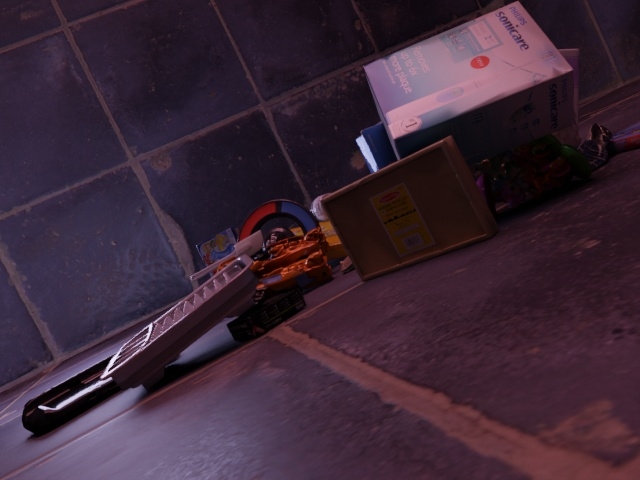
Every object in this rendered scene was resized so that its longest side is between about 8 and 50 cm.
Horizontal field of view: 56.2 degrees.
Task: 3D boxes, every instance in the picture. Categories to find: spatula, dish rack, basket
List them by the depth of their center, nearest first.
[{"bbox_3d":[-0.249,0.157,1.146,0.332,0.072,0.285,-39,8,-7],"label":"dish rack"},{"bbox_3d":[0.387,-0.252,1.225,0.201,0.289,0.254,-22,-3,-42],"label":"basket"},{"bbox_3d":[-0.214,0.102,1.496,0.242,0.168,0.019,-29,-12,21],"label":"spatula"}]

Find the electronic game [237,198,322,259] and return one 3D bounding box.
[{"bbox_3d":[-0.103,0.010,1.486,0.229,0.229,0.048,-25,-14,15],"label":"electronic game"}]

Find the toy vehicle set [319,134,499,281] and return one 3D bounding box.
[{"bbox_3d":[0.137,-0.043,0.992,0.266,0.166,0.035,-23,8,41],"label":"toy vehicle set"}]

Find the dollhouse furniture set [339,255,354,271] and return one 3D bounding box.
[{"bbox_3d":[0.113,0.027,1.310,0.152,0.058,0.076,-45,9,6],"label":"dollhouse furniture set"}]

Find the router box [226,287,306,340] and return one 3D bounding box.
[{"bbox_3d":[-0.099,0.136,1.100,0.122,0.038,0.092,-29,4,-37],"label":"router box"}]

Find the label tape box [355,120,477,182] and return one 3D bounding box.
[{"bbox_3d":[0.191,-0.136,1.270,0.115,0.249,0.347,-22,5,42],"label":"label tape box"}]

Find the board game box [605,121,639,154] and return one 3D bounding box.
[{"bbox_3d":[0.617,-0.205,1.044,0.145,0.027,0.281,-25,3,-9],"label":"board game box"}]

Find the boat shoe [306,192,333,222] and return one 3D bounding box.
[{"bbox_3d":[0.080,-0.100,1.926,0.335,0.121,0.119,3,-13,-43],"label":"boat shoe"}]

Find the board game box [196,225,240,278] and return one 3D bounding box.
[{"bbox_3d":[-0.233,0.078,1.580,0.136,0.201,0.035,-24,0,33],"label":"board game box"}]

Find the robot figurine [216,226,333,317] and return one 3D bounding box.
[{"bbox_3d":[-0.119,0.072,1.355,0.290,0.085,0.211,-19,29,7],"label":"robot figurine"}]

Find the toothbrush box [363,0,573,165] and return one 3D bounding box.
[{"bbox_3d":[0.249,-0.252,1.036,0.295,0.216,0.126,-19,-39,8],"label":"toothbrush box"}]

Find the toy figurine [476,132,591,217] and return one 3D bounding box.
[{"bbox_3d":[0.349,-0.100,1.043,0.159,0.130,0.173,-40,29,-3],"label":"toy figurine"}]

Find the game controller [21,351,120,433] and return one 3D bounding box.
[{"bbox_3d":[-0.458,0.300,1.256,0.319,0.067,0.166,-29,19,-36],"label":"game controller"}]

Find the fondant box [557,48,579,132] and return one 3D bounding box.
[{"bbox_3d":[0.431,-0.318,1.426,0.330,0.239,0.096,-2,7,6],"label":"fondant box"}]

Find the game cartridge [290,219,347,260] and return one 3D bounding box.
[{"bbox_3d":[0.000,0.000,1.650,0.285,0.053,0.324,-13,10,12],"label":"game cartridge"}]

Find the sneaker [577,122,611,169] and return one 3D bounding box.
[{"bbox_3d":[0.492,-0.156,1.098,0.135,0.052,0.058,-46,-17,-36],"label":"sneaker"}]
